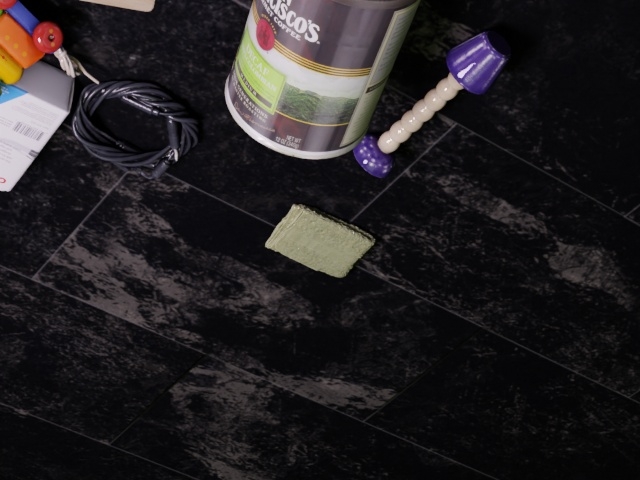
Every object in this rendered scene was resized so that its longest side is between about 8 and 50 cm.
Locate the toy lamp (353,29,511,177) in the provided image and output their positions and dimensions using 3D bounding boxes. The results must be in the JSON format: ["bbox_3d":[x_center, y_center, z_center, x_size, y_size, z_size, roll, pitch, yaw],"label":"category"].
[{"bbox_3d":[0.156,-0.189,2.102,0.080,0.080,0.274,25,133,-25],"label":"toy lamp"}]

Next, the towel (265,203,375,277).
[{"bbox_3d":[0.000,0.000,2.349,0.148,0.027,0.110,23,132,-22],"label":"towel"}]

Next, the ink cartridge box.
[{"bbox_3d":[-0.450,-0.174,2.119,0.139,0.082,0.190,25,134,-24],"label":"ink cartridge box"}]

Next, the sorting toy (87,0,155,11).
[{"bbox_3d":[-0.309,-0.423,1.838,0.257,0.089,0.255,9,137,-9],"label":"sorting toy"}]

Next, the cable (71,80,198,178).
[{"bbox_3d":[-0.263,-0.162,2.157,0.150,0.047,0.184,-29,129,29],"label":"cable"}]

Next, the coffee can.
[{"bbox_3d":[0.006,-0.268,1.923,0.201,0.202,0.275,11,137,-11],"label":"coffee can"}]

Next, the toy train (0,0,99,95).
[{"bbox_3d":[-0.406,-0.230,1.992,0.105,0.143,0.248,18,158,48],"label":"toy train"}]
